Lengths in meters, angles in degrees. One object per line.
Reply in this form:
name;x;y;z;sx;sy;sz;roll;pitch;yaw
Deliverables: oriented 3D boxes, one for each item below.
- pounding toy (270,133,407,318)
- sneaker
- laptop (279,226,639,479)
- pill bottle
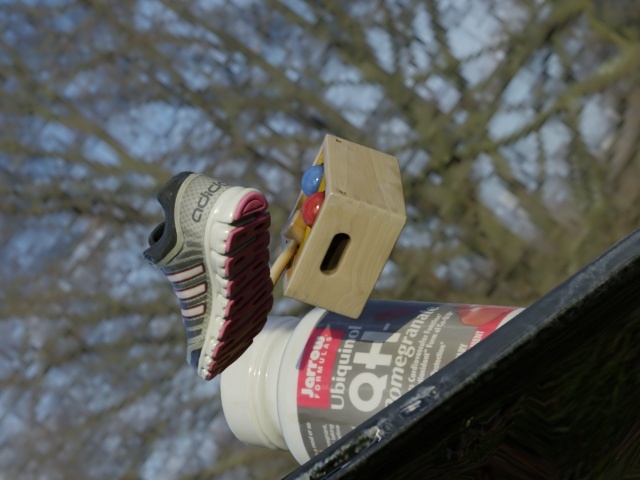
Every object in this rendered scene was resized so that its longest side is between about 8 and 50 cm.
pounding toy;0.000;0.000;1.615;0.130;0.100;0.141;-93;25;-60
sneaker;-0.076;0.019;1.208;0.063;0.075;0.170;-42;-28;-35
laptop;-0.063;0.151;0.718;0.408;0.236;0.382;-33;-38;-21
pill bottle;0.071;0.143;1.740;0.176;0.318;0.176;-4;-86;-56
